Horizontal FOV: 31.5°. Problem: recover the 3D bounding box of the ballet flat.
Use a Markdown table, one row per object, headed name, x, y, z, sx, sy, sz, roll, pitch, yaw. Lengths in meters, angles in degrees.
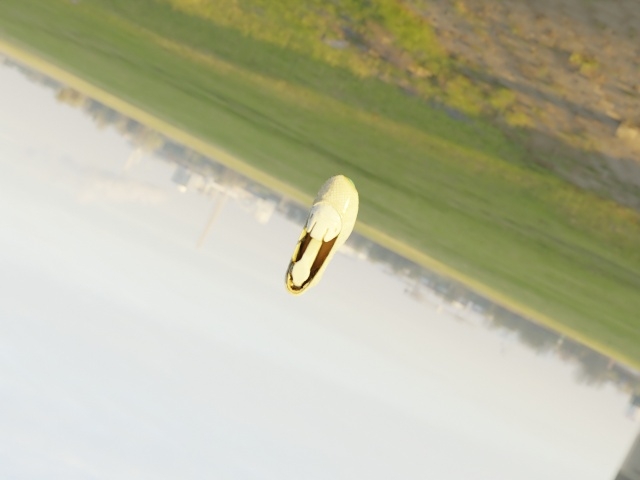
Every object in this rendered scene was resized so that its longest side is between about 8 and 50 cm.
| name | x | y | z | sx | sy | sz | roll | pitch | yaw |
| --- | --- | --- | --- | --- | --- | --- | --- | --- | --- |
| ballet flat | 0.000 | 0.000 | 1.353 | 0.057 | 0.168 | 0.052 | 27 | -147 | 9 |
